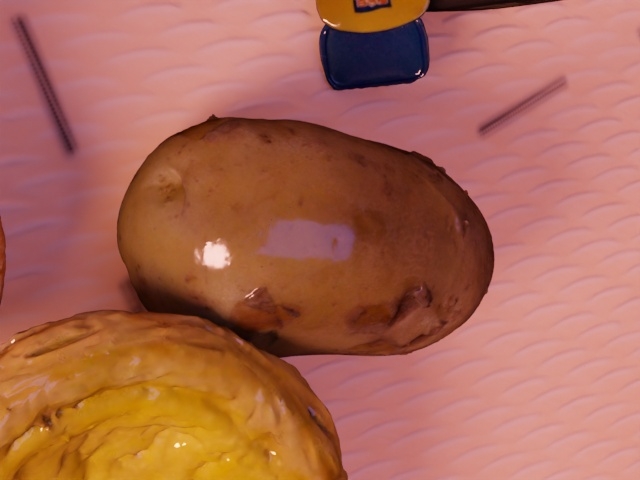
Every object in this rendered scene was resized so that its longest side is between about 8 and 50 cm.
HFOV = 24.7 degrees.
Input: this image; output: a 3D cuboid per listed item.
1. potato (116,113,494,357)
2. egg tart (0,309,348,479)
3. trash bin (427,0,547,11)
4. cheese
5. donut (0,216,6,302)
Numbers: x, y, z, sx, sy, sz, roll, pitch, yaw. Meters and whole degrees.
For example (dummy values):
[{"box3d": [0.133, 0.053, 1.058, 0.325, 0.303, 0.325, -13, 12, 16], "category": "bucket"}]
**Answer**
[{"box3d": [0.000, 0.000, 0.944, 0.262, 0.165, 0.165, 2, 94, -27], "category": "potato"}, {"box3d": [-0.136, 0.199, 0.885, 0.345, 0.132, 0.345, -8, 104, -35], "category": "egg tart"}, {"box3d": [0.159, -0.242, 0.984, 0.115, 0.225, 0.165, -7, 99, -34], "category": "trash bin"}, {"box3d": [0.027, -0.222, 0.979, 0.157, 0.064, 0.250, -7, 113, 6], "category": "cheese"}, {"box3d": [-0.280, 0.014, 0.785, 0.227, 0.114, 0.226, -3, 95, -34], "category": "donut"}]
